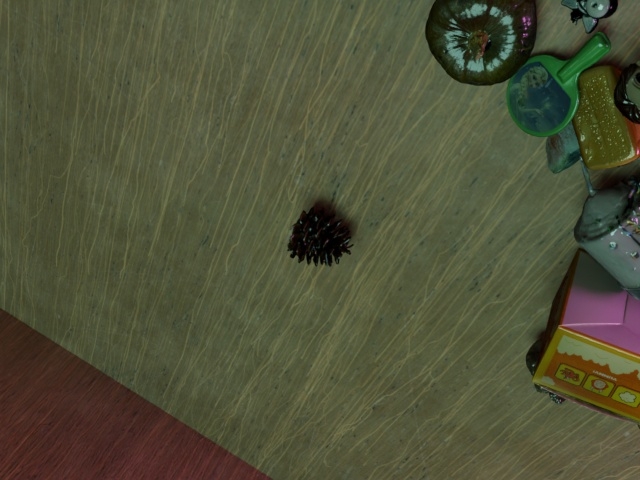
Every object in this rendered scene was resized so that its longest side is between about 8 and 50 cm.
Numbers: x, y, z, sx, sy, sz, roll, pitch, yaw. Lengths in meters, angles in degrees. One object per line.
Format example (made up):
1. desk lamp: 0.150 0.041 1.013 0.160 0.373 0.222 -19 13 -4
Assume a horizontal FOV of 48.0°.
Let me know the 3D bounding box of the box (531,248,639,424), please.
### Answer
1. box: 0.651 0.213 1.618 0.260 0.283 0.213 20 133 15

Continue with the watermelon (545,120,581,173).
1. watermelon: 0.521 -0.206 1.513 0.094 0.081 0.180 39 136 33

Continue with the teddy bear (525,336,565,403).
1. teddy bear: 0.619 0.329 1.849 0.190 0.177 0.140 56 176 -20

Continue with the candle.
1. candle: 0.629 -0.032 1.494 0.330 0.187 0.187 42 135 -10

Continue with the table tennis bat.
1. table tennis bat: 0.467 -0.312 1.416 0.160 0.039 0.257 61 140 14

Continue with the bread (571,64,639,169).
1. bread: 0.558 -0.240 1.406 0.116 0.077 0.200 -19 87 54

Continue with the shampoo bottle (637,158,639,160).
1. shampoo bottle: 0.665 -0.213 1.409 0.072 0.072 0.214 45 134 -10

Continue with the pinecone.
1. pinecone: 0.006 -0.002 1.899 0.165 0.163 0.163 21 134 4

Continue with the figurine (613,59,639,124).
1. figurine: 0.636 -0.325 1.211 0.187 0.168 0.315 34 121 -13

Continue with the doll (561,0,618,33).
1. doll: 0.523 -0.465 1.278 0.091 0.067 0.219 58 138 14

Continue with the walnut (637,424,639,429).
1. walnut: 0.861 0.414 1.736 0.198 0.198 0.245 -9 124 35

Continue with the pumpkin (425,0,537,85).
1. pumpkin: 0.309 -0.398 1.394 0.219 0.162 0.219 13 132 15
